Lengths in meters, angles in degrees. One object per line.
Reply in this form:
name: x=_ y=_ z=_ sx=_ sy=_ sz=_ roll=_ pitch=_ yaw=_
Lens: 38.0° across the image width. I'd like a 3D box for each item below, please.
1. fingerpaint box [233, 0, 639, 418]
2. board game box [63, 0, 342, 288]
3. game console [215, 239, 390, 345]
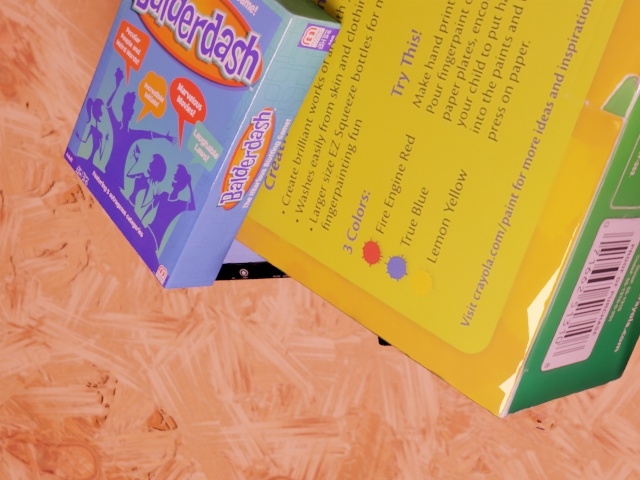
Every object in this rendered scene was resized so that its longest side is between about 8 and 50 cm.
fingerpaint box: x=0.092 y=-0.179 z=0.607 sx=0.371 sy=0.163 sz=0.445 roll=31 pitch=112 yaw=37
board game box: x=-0.092 y=-0.098 z=0.636 sx=0.160 sy=0.047 sz=0.210 roll=46 pitch=121 yaw=32
game console: x=0.000 y=0.000 z=0.870 sx=0.361 sy=0.044 sz=0.213 roll=-3 pitch=109 yaw=15
